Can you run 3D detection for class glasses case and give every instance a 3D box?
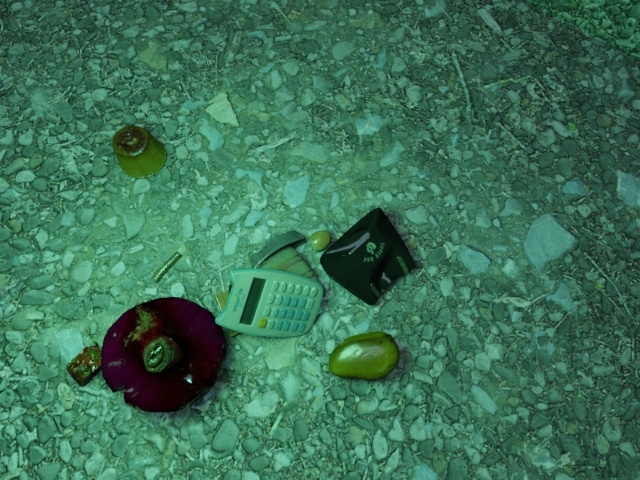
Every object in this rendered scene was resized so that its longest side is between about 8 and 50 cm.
[{"bbox_3d":[-0.340,0.277,1.523,0.065,0.041,0.169,-22,73,-22],"label":"glasses case"}]

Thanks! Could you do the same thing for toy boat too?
[{"bbox_3d":[-0.137,0.102,1.534,0.276,0.111,0.293,-11,65,-30],"label":"toy boat"}]

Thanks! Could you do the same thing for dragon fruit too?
[{"bbox_3d":[-0.829,0.435,1.417,0.102,0.096,0.147,30,71,11],"label":"dragon fruit"}]

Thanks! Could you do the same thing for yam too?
[{"bbox_3d":[-0.605,0.103,1.574,0.032,0.032,0.145,37,72,9],"label":"yam"}]

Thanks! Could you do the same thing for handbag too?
[{"bbox_3d":[0.196,0.073,1.572,0.342,0.152,0.288,-41,90,-14],"label":"handbag"}]

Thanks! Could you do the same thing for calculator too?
[{"bbox_3d":[-0.165,0.226,1.443,0.387,0.054,0.255,14,101,-24],"label":"calculator"}]

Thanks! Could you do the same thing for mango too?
[{"bbox_3d":[0.158,0.421,1.455,0.262,0.130,0.167,-7,77,1],"label":"mango"}]

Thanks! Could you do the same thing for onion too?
[{"bbox_3d":[-0.505,0.349,1.292,0.399,0.420,0.397,5,64,-11],"label":"onion"}]

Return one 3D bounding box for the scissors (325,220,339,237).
[{"bbox_3d":[0.053,-0.044,1.667,0.036,0.006,0.083,-36,77,-15],"label":"scissors"}]

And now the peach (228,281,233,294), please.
[{"bbox_3d":[-0.263,0.177,1.519,0.172,0.127,0.092,-11,41,-18],"label":"peach"}]

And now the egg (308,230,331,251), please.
[{"bbox_3d":[0.000,0.000,1.612,0.097,0.080,0.080,-24,74,-18],"label":"egg"}]

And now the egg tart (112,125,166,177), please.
[{"bbox_3d":[-0.760,-0.374,1.665,0.203,0.147,0.202,1,73,-4],"label":"egg tart"}]
